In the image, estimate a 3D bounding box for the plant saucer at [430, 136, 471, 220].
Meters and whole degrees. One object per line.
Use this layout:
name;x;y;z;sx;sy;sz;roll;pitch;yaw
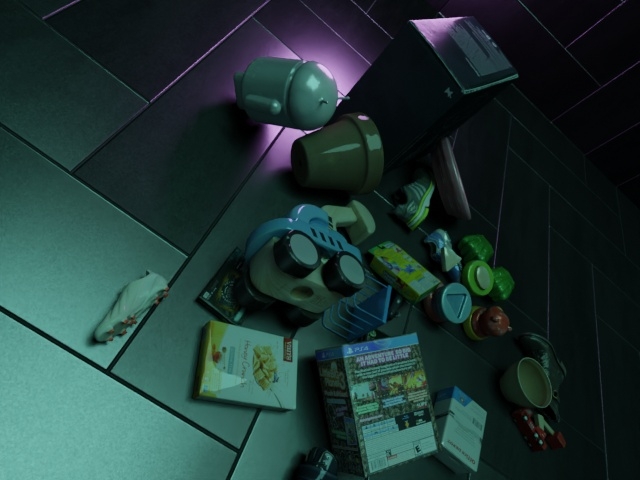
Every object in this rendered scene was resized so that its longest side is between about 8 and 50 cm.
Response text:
plant saucer;0.498;-0.229;1.819;0.332;0.084;0.332;-15;90;-71

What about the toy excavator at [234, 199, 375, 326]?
toy excavator;0.000;0.000;1.295;0.433;0.222;0.445;25;41;-31

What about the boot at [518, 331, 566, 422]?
boot;0.790;0.485;1.687;0.263;0.091;0.229;48;47;-4

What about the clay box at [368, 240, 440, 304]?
clay box;0.258;0.097;1.505;0.127;0.053;0.222;-21;53;-43

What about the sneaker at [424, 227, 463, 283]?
sneaker;0.445;0.064;1.702;0.081;0.080;0.211;-22;80;-15

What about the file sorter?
file sorter;0.096;0.183;1.288;0.104;0.170;0.118;30;50;-16

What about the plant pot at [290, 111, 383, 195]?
plant pot;0.037;-0.260;1.479;0.229;0.263;0.263;-12;71;-23

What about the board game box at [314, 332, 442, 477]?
board game box;0.139;0.394;1.166;0.232;0.141;0.291;-2;74;-30

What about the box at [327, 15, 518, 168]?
box;0.361;-0.509;1.690;0.472;0.480;0.297;-31;83;-44

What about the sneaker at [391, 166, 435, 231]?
sneaker;0.341;-0.177;1.737;0.121;0.111;0.300;31;47;-13

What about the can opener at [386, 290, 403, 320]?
can opener;0.235;0.184;1.468;0.073;0.059;0.186;49;46;-2

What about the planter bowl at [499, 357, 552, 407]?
planter bowl;0.677;0.488;1.584;0.162;0.109;0.162;18;55;-27

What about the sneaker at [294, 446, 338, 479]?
sneaker;-0.056;0.519;1.017;0.226;0.086;0.163;35;58;-28

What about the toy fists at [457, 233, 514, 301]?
toy fists;0.623;0.103;1.789;0.142;0.096;0.279;-12;70;-54

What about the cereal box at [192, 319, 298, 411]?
cereal box;-0.166;0.297;1.104;0.240;0.047;0.173;19;54;-28

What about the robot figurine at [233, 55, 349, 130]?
robot figurine;-0.096;-0.442;1.419;0.354;0.199;0.300;17;41;28

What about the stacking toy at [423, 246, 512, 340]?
stacking toy;0.513;0.174;1.583;0.309;0.130;0.279;23;72;-24

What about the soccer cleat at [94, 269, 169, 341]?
soccer cleat;-0.412;0.138;1.009;0.076;0.068;0.196;37;45;6

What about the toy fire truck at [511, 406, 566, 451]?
toy fire truck;0.732;0.632;1.583;0.135;0.047;0.192;-22;78;-43

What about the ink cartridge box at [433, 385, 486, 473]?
ink cartridge box;0.390;0.543;1.353;0.140;0.082;0.190;41;48;-9

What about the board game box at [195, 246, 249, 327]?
board game box;-0.212;0.119;1.192;0.126;0.026;0.186;41;47;-10

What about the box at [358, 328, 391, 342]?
box;0.179;0.362;1.329;0.184;0.045;0.190;31;50;-15
